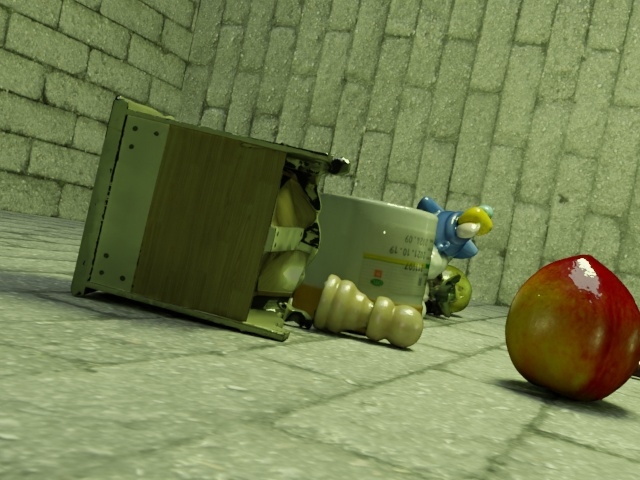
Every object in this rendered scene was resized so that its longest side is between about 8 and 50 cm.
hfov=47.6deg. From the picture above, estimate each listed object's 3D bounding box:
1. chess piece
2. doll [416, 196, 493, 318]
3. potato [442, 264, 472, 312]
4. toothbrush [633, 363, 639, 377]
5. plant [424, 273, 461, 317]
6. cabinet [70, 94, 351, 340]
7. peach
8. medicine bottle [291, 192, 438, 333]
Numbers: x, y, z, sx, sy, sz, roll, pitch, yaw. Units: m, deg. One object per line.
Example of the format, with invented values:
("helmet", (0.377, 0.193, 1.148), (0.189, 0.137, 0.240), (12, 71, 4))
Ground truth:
("chess piece", (0.080, 0.125, 1.166), (0.171, 0.094, 0.094), (20, 1, 8))
("doll", (0.265, 0.046, 1.827), (0.187, 0.365, 0.376), (48, -6, -32))
("potato", (0.331, 0.135, 2.155), (0.197, 0.148, 0.228), (6, -3, -22))
("toothbrush", (0.744, 0.273, 1.306), (0.364, 0.040, 0.041), (12, 0, 30))
("plant", (0.284, 0.138, 1.993), (0.203, 0.142, 0.131), (1, -15, 32))
("cabinet", (-0.149, -0.029, 1.093), (0.318, 0.289, 0.227), (14, 2, 9))
("peach", (0.352, 0.117, 1.001), (0.198, 0.197, 0.197), (11, 0, 0))
("medicine bottle", (0.083, 0.044, 1.334), (0.238, 0.231, 0.238), (12, 1, 0))
